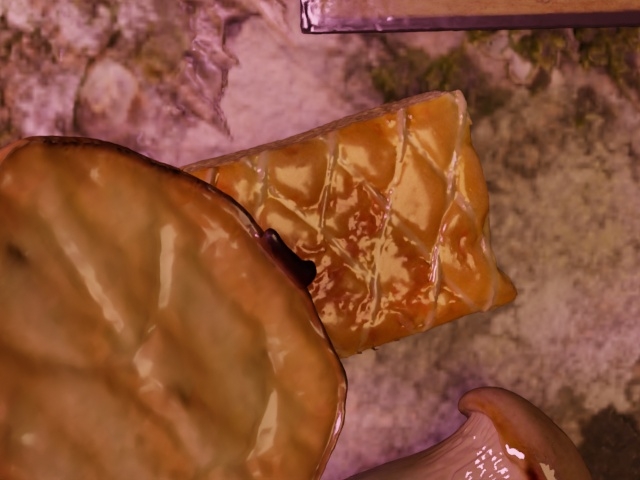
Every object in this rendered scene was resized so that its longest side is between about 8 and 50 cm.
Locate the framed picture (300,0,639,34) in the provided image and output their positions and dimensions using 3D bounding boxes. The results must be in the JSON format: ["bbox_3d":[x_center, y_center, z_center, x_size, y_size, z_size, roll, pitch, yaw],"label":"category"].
[{"bbox_3d":[0.105,-0.278,0.831,0.255,0.014,0.339,2,99,18],"label":"framed picture"}]

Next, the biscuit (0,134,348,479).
[{"bbox_3d":[-0.089,0.063,0.793,0.203,0.041,0.260,-36,112,-20],"label":"biscuit"}]

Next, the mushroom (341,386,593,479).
[{"bbox_3d":[0.002,0.205,0.904,0.328,0.122,0.159,-30,138,-4],"label":"mushroom"}]

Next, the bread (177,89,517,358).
[{"bbox_3d":[0.001,-0.001,0.884,0.188,0.068,0.125,-17,101,-7],"label":"bread"}]
